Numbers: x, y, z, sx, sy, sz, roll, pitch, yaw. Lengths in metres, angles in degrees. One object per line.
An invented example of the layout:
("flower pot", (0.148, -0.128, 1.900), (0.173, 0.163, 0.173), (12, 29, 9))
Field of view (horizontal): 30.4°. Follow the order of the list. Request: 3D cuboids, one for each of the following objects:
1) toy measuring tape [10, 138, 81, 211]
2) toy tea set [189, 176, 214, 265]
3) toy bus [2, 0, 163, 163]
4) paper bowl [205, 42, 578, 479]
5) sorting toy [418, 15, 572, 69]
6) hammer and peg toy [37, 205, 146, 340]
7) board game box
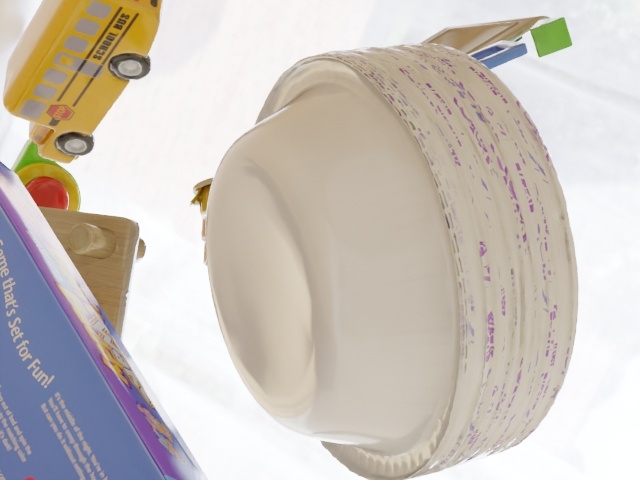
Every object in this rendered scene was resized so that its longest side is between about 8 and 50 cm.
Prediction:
("toy measuring tape", (-0.437, -0.006, 1.711), (0.330, 0.121, 0.121), (-61, 168, -4))
("toy tea set", (-0.089, 0.002, 1.741), (0.336, 0.200, 0.124), (110, -26, -74))
("toy bus", (-0.295, -0.229, 1.452), (0.332, 0.130, 0.108), (-41, -138, 46))
("paper bowl", (0.024, 0.018, 0.775), (0.148, 0.284, 0.284), (-11, 137, -27))
("sorting toy", (0.138, -0.195, 1.318), (0.196, 0.347, 0.047), (-28, 108, -22))
("hammer and peg toy", (-0.394, 0.086, 1.441), (0.127, 0.361, 0.266), (17, 79, -66))
("board game box", (-0.233, 0.122, 0.744), (0.233, 0.347, 0.078), (-39, 147, 1))
